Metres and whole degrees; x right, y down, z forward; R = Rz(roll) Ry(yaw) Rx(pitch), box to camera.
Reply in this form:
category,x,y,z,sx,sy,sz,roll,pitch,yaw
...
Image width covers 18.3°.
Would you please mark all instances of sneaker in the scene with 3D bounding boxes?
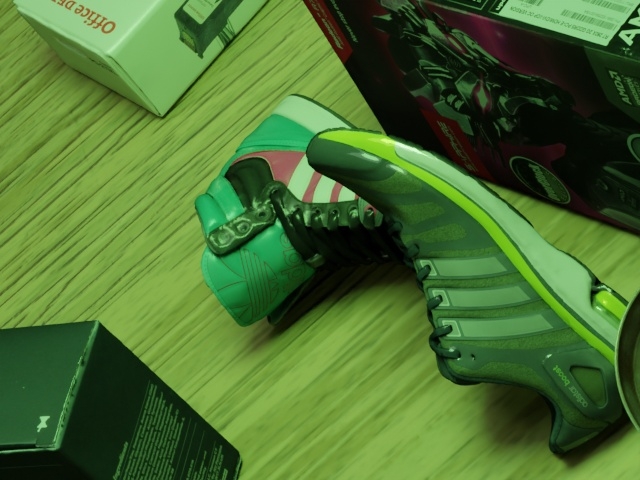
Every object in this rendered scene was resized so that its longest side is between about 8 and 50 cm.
category,x,y,z,sx,sy,sz,roll,pitch,yaw
sneaker,0.000,0.000,1.543,0.178,0.124,0.295,-45,37,-11
sneaker,0.103,0.031,1.379,0.300,0.111,0.121,39,91,6

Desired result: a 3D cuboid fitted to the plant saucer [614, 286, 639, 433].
category,x,y,z,sx,sy,sz,roll,pitch,yaw
plant saucer,0.276,0.085,1.311,0.168,0.029,0.168,0,71,-1

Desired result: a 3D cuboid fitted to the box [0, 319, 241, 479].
category,x,y,z,sx,sy,sz,roll,pitch,yaw
box,-0.182,0.159,1.477,0.153,0.207,0.108,-5,53,31

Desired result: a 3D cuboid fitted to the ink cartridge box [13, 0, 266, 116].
category,x,y,z,sx,sy,sz,roll,pitch,yaw
ink cartridge box,-0.144,-0.252,1.864,0.237,0.100,0.172,-49,44,-11

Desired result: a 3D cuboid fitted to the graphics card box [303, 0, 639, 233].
category,x,y,z,sx,sy,sz,roll,pitch,yaw
graphics card box,0.157,-0.127,1.465,0.371,0.233,0.094,22,66,42
